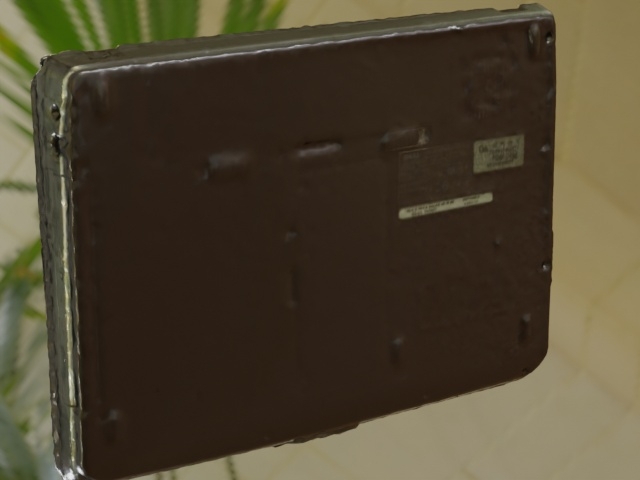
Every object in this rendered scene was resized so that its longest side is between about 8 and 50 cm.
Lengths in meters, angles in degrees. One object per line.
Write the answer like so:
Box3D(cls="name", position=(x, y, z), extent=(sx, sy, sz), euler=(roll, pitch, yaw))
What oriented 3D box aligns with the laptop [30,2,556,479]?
Box3D(cls="laptop", position=(0.000, 0.000, 0.643), extent=(0.026, 0.207, 0.154), euler=(20, 115, 55))
